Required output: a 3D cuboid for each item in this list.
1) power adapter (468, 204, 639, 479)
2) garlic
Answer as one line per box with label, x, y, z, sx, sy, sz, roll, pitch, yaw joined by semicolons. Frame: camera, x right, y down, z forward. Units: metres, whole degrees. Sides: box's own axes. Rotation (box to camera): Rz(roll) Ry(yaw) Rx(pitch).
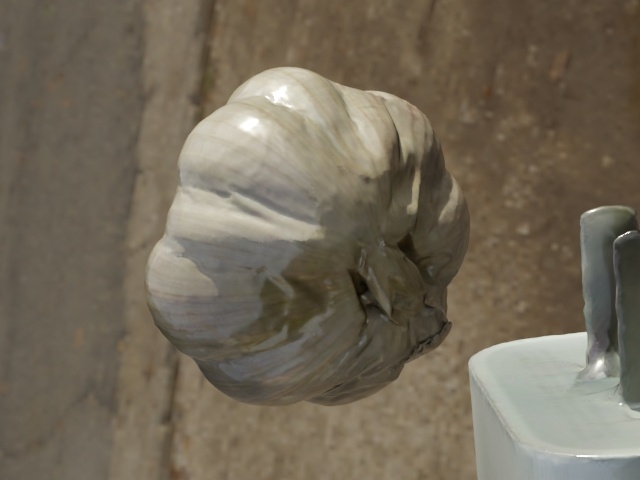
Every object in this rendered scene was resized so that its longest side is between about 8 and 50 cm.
power adapter;0.130;0.116;0.701;0.187;0.124;0.255;-114;18;-79
garlic;0.002;0.004;1.099;0.152;0.227;0.228;8;88;59
